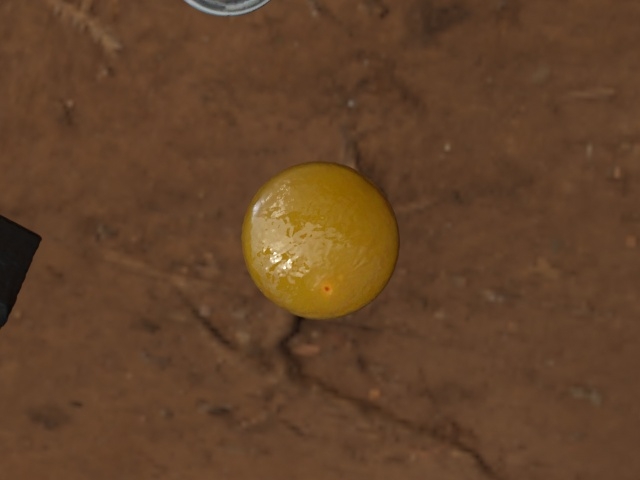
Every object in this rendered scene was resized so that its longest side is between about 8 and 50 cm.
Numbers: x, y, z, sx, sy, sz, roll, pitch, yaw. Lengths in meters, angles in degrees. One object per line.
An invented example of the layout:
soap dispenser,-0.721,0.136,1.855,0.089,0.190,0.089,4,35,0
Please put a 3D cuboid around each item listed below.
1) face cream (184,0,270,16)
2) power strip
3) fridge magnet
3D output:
face cream,-0.070,-0.180,0.921,0.075,0.075,0.229,18,-171,-15
power strip,-0.130,0.026,0.542,0.029,0.038,0.111,28,148,-17
fridge magnet,0.000,0.000,1.382,0.143,0.143,0.063,13,171,-7
